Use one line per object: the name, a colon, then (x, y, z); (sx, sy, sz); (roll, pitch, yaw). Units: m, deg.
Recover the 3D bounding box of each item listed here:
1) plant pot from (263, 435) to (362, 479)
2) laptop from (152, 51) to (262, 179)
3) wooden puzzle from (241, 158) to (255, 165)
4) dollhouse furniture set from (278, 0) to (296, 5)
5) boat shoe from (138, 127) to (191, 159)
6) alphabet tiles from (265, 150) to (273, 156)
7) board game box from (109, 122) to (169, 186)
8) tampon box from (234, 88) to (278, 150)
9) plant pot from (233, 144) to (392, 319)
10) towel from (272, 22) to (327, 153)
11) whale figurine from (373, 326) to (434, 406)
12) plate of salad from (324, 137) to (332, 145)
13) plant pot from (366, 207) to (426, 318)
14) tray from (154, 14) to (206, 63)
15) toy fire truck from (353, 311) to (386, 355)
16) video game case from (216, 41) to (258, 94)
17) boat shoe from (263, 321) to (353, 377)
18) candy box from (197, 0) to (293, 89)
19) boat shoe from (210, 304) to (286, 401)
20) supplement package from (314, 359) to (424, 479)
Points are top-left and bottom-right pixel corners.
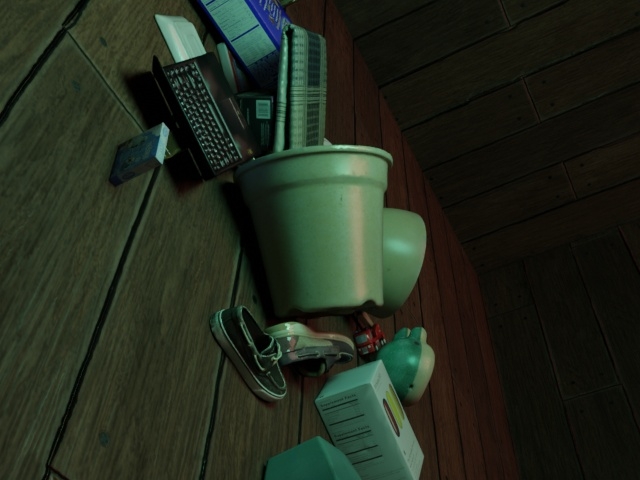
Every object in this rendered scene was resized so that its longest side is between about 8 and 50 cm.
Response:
plant pot: (0.004, 0.456, 1.229); (0.166, 0.165, 0.234); (48, 19, -46)
laptop: (-0.205, -0.248, 1.439); (0.264, 0.136, 0.234); (-34, 102, -47)
wooden puzzle: (-0.165, -0.181, 1.610); (0.116, 0.014, 0.078); (50, -20, -23)
dollhouse furniture set: (-0.149, -0.743, 2.204); (0.129, 0.129, 0.184); (66, 18, -8)
boat shoe: (-0.281, -0.162, 1.310); (0.056, 0.048, 0.153); (64, 24, -7)
alphabet tiles: (-0.065, -0.295, 1.869); (0.237, 0.009, 0.198); (-69, 165, 10)
board game box: (-0.283, -0.135, 1.186); (0.020, 0.090, 0.090); (53, 23, -38)
tampon box: (-0.130, -0.271, 1.689); (0.161, 0.101, 0.120); (-48, 140, -68)
plant pot: (0.000, 0.000, 1.550); (0.334, 0.334, 0.305); (19, 63, -67)
towel: (-0.042, -0.314, 1.726); (0.312, 0.056, 0.324); (-40, 132, -74)
whale figurine: (0.201, 0.313, 1.983); (0.141, 0.216, 0.272); (20, 17, -8)
plate of salad: (0.022, -0.218, 2.229); (0.200, 0.048, 0.200); (41, 33, -35)
plant pot: (0.110, 0.035, 1.912); (0.191, 0.284, 0.284); (19, 40, -18)
tray: (-0.256, -0.358, 1.617); (0.270, 0.030, 0.145); (66, 17, -8)
toy fire truck: (0.125, 0.223, 2.016); (0.135, 0.047, 0.192); (69, 19, 3)
video game case: (-0.157, -0.349, 1.896); (0.285, 0.025, 0.204); (28, 43, -64)
boat shoe: (-0.018, 0.231, 1.523); (0.285, 0.103, 0.092); (29, 48, -58)
candy box: (-0.167, -0.546, 1.889); (0.317, 0.122, 0.268); (54, 19, -28)
boat shoe: (-0.108, 0.202, 1.332); (0.219, 0.070, 0.078); (57, 21, -32)
supplement package: (0.108, 0.403, 1.617); (0.244, 0.134, 0.139); (66, 18, -7)
